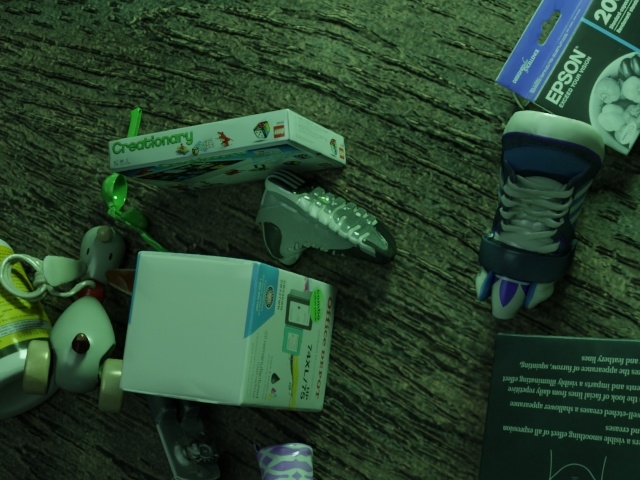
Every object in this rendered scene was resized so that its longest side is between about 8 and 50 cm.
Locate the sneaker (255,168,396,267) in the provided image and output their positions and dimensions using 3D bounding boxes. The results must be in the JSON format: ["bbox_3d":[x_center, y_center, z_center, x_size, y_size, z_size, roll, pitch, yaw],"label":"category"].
[{"bbox_3d":[0.000,0.000,1.935,0.229,0.086,0.132,34,119,16],"label":"sneaker"}]

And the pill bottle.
[{"bbox_3d":[-0.560,0.114,2.112,0.188,0.188,0.334,-38,68,15],"label":"pill bottle"}]

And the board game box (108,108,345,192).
[{"bbox_3d":[-0.140,-0.131,1.949,0.305,0.193,0.053,-7,79,24],"label":"board game box"}]

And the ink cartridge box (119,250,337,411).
[{"bbox_3d":[-0.125,0.136,1.854,0.197,0.270,0.198,4,83,25],"label":"ink cartridge box"}]

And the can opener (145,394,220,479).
[{"bbox_3d":[-0.231,0.269,1.966,0.095,0.076,0.283,-63,40,36],"label":"can opener"}]

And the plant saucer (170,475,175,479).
[{"bbox_3d":[-0.176,0.478,1.946,0.188,0.045,0.188,24,92,27],"label":"plant saucer"}]

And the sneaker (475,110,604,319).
[{"bbox_3d":[0.276,-0.015,1.662,0.130,0.323,0.236,13,80,9],"label":"sneaker"}]

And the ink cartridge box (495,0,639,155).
[{"bbox_3d":[0.379,-0.255,1.760,0.208,0.045,0.206,29,95,2],"label":"ink cartridge box"}]

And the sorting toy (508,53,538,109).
[{"bbox_3d":[0.293,-0.237,1.825,0.083,0.075,0.045,-47,66,11],"label":"sorting toy"}]

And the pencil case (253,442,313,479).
[{"bbox_3d":[-0.049,0.395,1.865,0.088,0.086,0.206,-8,67,16],"label":"pencil case"}]

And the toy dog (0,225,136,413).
[{"bbox_3d":[-0.360,0.099,1.970,0.161,0.220,0.333,113,144,-51],"label":"toy dog"}]

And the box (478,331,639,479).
[{"bbox_3d":[0.364,0.324,1.563,0.293,0.212,0.395,-1,76,46],"label":"box"}]

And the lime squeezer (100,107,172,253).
[{"bbox_3d":[-0.293,-0.059,2.098,0.110,0.059,0.310,-20,70,-8],"label":"lime squeezer"}]
